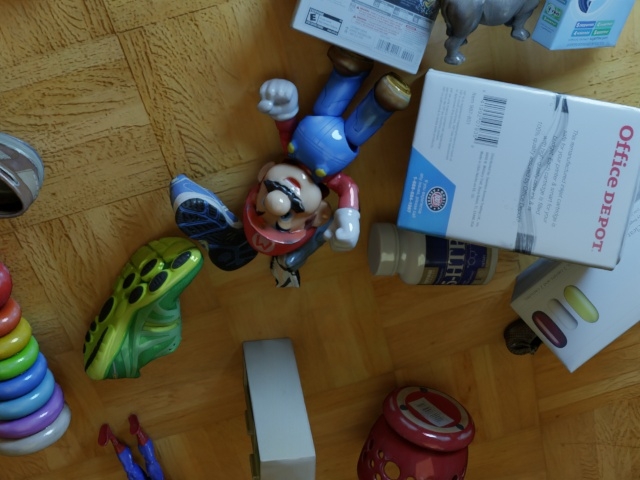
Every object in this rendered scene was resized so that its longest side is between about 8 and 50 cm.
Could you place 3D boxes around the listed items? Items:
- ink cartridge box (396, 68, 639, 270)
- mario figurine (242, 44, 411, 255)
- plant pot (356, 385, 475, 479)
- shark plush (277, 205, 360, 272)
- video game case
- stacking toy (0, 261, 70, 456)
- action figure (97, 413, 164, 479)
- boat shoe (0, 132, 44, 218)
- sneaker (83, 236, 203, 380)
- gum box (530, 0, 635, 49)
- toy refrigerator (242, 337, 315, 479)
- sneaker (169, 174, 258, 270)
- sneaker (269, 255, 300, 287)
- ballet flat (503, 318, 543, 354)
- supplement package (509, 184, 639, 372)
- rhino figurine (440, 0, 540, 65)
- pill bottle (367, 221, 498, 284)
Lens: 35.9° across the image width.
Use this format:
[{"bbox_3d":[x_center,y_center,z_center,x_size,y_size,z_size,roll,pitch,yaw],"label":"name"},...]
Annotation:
[{"bbox_3d":[0.278,-0.103,1.384,0.307,0.129,0.223,12,101,5],"label":"ink cartridge box"},{"bbox_3d":[-0.011,-0.108,1.383,0.170,0.198,0.321,14,118,-40],"label":"mario figurine"},{"bbox_3d":[0.178,0.367,1.762,0.191,0.191,0.174,9,115,-18],"label":"plant pot"},{"bbox_3d":[0.000,0.000,1.515,0.161,0.067,0.073,-20,100,-26],"label":"shark plush"},{"bbox_3d":[0.072,-0.332,1.306,0.190,0.022,0.173,17,99,-22],"label":"video game case"},{"bbox_3d":[-0.490,0.168,1.528,0.141,0.141,0.330,-9,119,-5],"label":"stacking toy"},{"bbox_3d":[-0.304,0.454,1.757,0.091,0.139,0.280,-19,129,3],"label":"action figure"},{"bbox_3d":[-0.530,-0.113,1.312,0.324,0.116,0.123,15,121,-21],"label":"boat shoe"},{"bbox_3d":[-0.264,0.107,1.547,0.123,0.109,0.295,17,124,-38],"label":"sneaker"},{"bbox_3d":[0.380,-0.351,1.338,0.156,0.041,0.184,-11,132,-40],"label":"gum box"},{"bbox_3d":[-0.075,0.286,1.596,0.094,0.270,0.102,-4,126,-9],"label":"toy refrigerator"},{"bbox_3d":[-0.158,-0.026,1.481,0.080,0.081,0.211,-32,143,2],"label":"sneaker"},{"bbox_3d":[-0.063,0.034,1.563,0.043,0.040,0.109,-9,122,8],"label":"sneaker"},{"bbox_3d":[0.432,0.125,1.718,0.249,0.058,0.084,-34,125,13],"label":"ballet flat"},{"bbox_3d":[0.448,0.051,1.553,0.262,0.204,0.145,-43,88,18],"label":"supplement package"},{"bbox_3d":[0.264,-0.330,1.341,0.243,0.073,0.106,-24,134,-15],"label":"rhino figurine"},{"bbox_3d":[0.174,0.015,1.554,0.186,0.112,0.112,0,125,-12],"label":"pill bottle"}]
